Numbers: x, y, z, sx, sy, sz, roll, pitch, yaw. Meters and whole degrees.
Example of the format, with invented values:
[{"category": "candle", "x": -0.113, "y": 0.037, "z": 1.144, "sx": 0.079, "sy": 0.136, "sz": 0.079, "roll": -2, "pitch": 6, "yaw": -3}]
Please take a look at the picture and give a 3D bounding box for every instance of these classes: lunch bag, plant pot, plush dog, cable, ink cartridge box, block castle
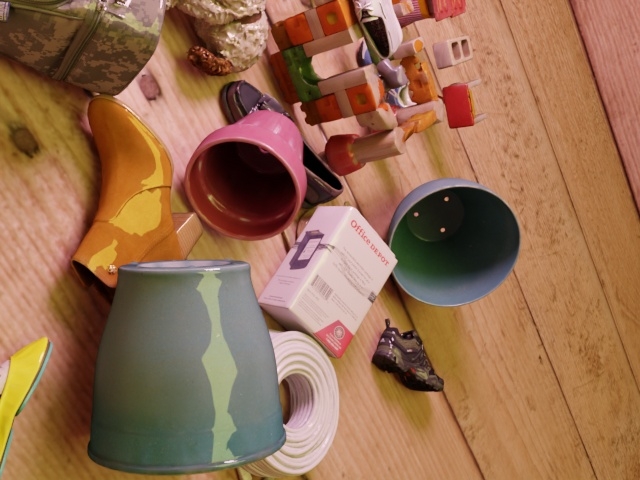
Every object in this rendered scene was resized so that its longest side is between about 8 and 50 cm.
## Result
[{"category": "lunch bag", "x": -0.355, "y": -0.382, "z": 1.048, "sx": 0.256, "sy": 0.213, "sz": 0.305, "roll": 15, "pitch": 68, "yaw": -28}, {"category": "plant pot", "x": -0.111, "y": -0.130, "z": 1.301, "sx": 0.201, "sy": 0.201, "sz": 0.180, "roll": 57, "pitch": 29, "yaw": -25}, {"category": "plush dog", "x": -0.153, "y": -0.407, "z": 1.320, "sx": 0.262, "sy": 0.211, "sz": 0.225, "roll": -49, "pitch": 142, "yaw": -44}, {"category": "cable", "x": -0.069, "y": 0.285, "z": 1.329, "sx": 0.257, "sy": 0.089, "sz": 0.257, "roll": -41, "pitch": 113, "yaw": -46}, {"category": "ink cartridge box", "x": 0.018, "y": 0.075, "z": 1.431, "sx": 0.172, "sy": 0.100, "sz": 0.237, "roll": 48, "pitch": 63, "yaw": -33}, {"category": "plant pot", "x": 0.281, "y": -0.023, "z": 1.704, "sx": 0.290, "sy": 0.290, "sz": 0.195, "roll": 59, "pitch": 9, "yaw": -24}, {"category": "plant pot", "x": -0.187, "y": 0.156, "z": 1.047, "sx": 0.272, "sy": 0.272, "sz": 0.255, "roll": -4, "pitch": 93, "yaw": -50}, {"category": "block castle", "x": 0.056, "y": -0.381, "z": 1.531, "sx": 0.303, "sy": 0.213, "sz": 0.453, "roll": -42, "pitch": 117, "yaw": -50}]

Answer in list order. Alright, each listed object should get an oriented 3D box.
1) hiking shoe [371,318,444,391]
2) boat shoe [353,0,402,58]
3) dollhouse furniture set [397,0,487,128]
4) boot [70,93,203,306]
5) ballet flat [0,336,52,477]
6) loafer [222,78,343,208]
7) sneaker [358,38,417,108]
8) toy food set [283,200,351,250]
[{"category": "hiking shoe", "x": 0.210, "y": 0.260, "z": 1.671, "sx": 0.227, "sy": 0.086, "sz": 0.114, "roll": 39, "pitch": 58, "yaw": -38}, {"category": "boat shoe", "x": 0.091, "y": -0.412, "z": 1.356, "sx": 0.184, "sy": 0.066, "sz": 0.063, "roll": 65, "pitch": 36, "yaw": -37}, {"category": "dollhouse furniture set", "x": 0.242, "y": -0.440, "z": 1.779, "sx": 0.152, "sy": 0.201, "sz": 0.374, "roll": -30, "pitch": 111, "yaw": -49}, {"category": "boot", "x": -0.300, "y": -0.045, "z": 1.112, "sx": 0.211, "sy": 0.104, "sz": 0.295, "roll": -55, "pitch": 127, "yaw": -41}, {"category": "ballet flat", "x": -0.414, "y": 0.219, "z": 0.949, "sx": 0.077, "sy": 0.077, "sz": 0.230, "roll": 27, "pitch": 63, "yaw": -25}, {"category": "loafer", "x": -0.062, "y": -0.189, "z": 1.429, "sx": 0.302, "sy": 0.095, "sz": 0.109, "roll": 52, "pitch": 45, "yaw": -28}, {"category": "sneaker", "x": 0.158, "y": -0.376, "z": 1.746, "sx": 0.080, "sy": 0.081, "sz": 0.211, "roll": -48, "pitch": 117, "yaw": -42}, {"category": "toy food set", "x": 0.000, "y": 0.000, "z": 1.520, "sx": 0.192, "sy": 0.039, "sz": 0.132, "roll": -21, "pitch": 93, "yaw": -39}]
